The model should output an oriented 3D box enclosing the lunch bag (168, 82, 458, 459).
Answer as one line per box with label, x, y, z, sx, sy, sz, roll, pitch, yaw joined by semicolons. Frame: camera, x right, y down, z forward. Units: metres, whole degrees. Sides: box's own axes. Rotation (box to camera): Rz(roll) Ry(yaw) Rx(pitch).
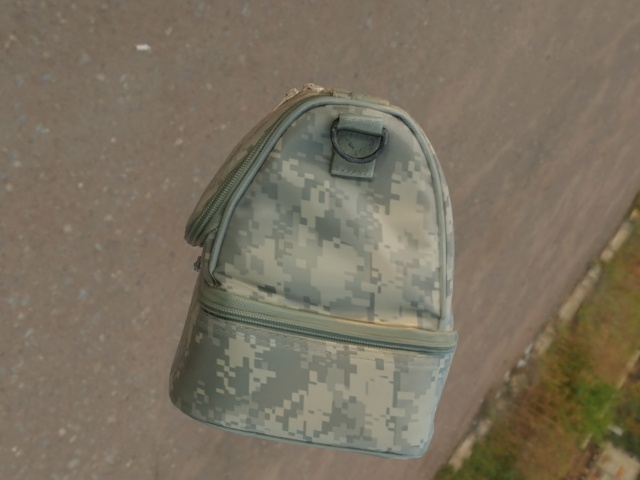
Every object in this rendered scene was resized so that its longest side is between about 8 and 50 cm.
lunch bag;0.000;0.000;0.720;0.305;0.212;0.256;-105;-152;-80
